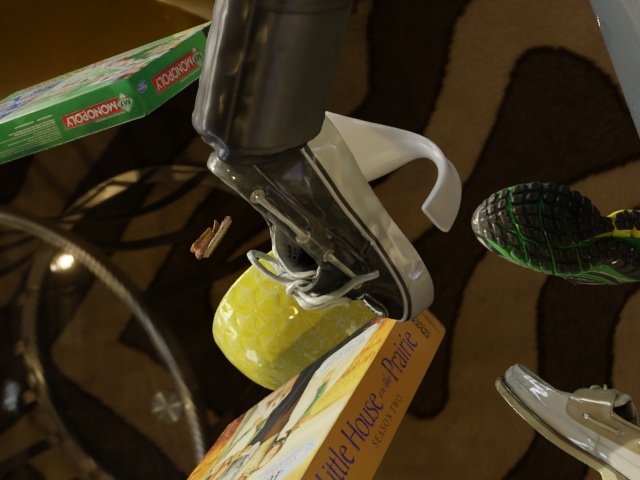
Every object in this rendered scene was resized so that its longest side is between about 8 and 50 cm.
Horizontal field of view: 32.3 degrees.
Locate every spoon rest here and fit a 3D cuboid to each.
[{"bbox_3d":[0.067,-0.099,1.319,0.276,0.137,0.084,30,81,43],"label":"spoon rest"}]

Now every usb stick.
[{"bbox_3d":[0.002,-0.162,0.453,0.045,0.077,0.278,31,119,29],"label":"usb stick"}]

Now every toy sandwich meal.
[{"bbox_3d":[-0.170,-0.007,1.719,0.029,0.085,0.086,33,109,-2],"label":"toy sandwich meal"}]

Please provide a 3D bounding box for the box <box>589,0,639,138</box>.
[{"bbox_3d":[0.664,-0.284,1.472,0.471,0.297,0.480,-26,104,-4],"label":"box"}]

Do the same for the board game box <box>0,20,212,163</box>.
[{"bbox_3d":[-0.280,-0.156,1.248,0.317,0.213,0.046,-13,110,28],"label":"board game box"}]

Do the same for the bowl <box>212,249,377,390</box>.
[{"bbox_3d":[0.020,0.121,1.456,0.289,0.289,0.156,-44,60,21],"label":"bowl"}]

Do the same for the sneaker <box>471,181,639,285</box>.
[{"bbox_3d":[0.363,0.013,1.635,0.146,0.343,0.134,-28,53,56],"label":"sneaker"}]

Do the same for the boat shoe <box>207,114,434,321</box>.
[{"bbox_3d":[0.003,0.002,0.909,0.105,0.306,0.113,-47,57,-9],"label":"boat shoe"}]

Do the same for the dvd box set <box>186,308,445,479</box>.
[{"bbox_3d":[-0.059,0.235,1.016,0.062,0.420,0.307,48,122,-5],"label":"dvd box set"}]

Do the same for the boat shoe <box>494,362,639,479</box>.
[{"bbox_3d":[0.361,0.237,1.408,0.302,0.113,0.103,37,100,34],"label":"boat shoe"}]
